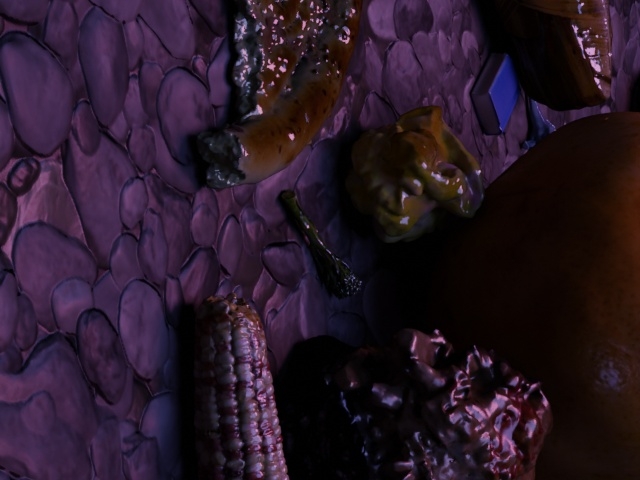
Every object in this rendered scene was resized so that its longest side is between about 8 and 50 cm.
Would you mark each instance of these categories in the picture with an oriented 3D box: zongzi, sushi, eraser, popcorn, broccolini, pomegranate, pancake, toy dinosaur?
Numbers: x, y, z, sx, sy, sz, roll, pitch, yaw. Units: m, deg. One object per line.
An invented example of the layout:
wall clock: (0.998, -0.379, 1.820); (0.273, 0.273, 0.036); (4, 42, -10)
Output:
zongzi: (0.244, -0.287, 1.634); (0.288, 0.134, 0.286); (-16, 99, -60)
sushi: (0.088, 0.190, 1.262); (0.238, 0.218, 0.225); (4, 82, -62)
eraser: (0.210, -0.175, 1.684); (0.085, 0.027, 0.063); (-62, 139, -41)
popcorn: (0.093, -0.063, 1.388); (0.145, 0.126, 0.126); (11, 54, -45)
broccolini: (0.000, 0.000, 1.309); (0.140, 0.030, 0.035); (58, 33, -36)
pomegranate: (0.312, 0.073, 1.467); (0.416, 0.416, 0.417); (2, 87, -61)
pancake: (-0.021, -0.192, 1.244); (0.197, 0.054, 0.376); (54, 43, -45)
toy dinosaur: (0.293, -0.116, 1.816); (0.080, 0.045, 0.197); (-51, 123, -53)

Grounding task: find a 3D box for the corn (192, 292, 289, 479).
corn: (-0.064, 0.161, 1.132); (0.079, 0.079, 0.237); (-14, 100, -60)
